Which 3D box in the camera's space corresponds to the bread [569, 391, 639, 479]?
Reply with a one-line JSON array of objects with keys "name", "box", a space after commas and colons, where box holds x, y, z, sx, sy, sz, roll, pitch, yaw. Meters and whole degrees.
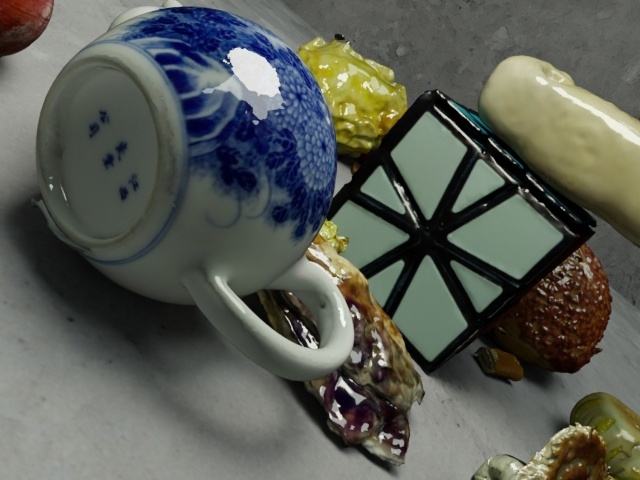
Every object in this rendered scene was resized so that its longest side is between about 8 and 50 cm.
[{"name": "bread", "box": [0.482, 0.336, 0.957, 0.213, 0.104, 0.213, 33, 20, -14]}]

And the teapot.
[{"name": "teapot", "box": [-0.091, -0.070, 0.559, 0.280, 0.252, 0.424, -6, 64, -58]}]

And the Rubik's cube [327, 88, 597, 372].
[{"name": "Rubik's cube", "box": [0.207, -0.018, 0.929, 0.288, 0.293, 0.283, 51, 21, 18]}]

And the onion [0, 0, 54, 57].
[{"name": "onion", "box": [-0.352, -0.266, 0.645, 0.159, 0.159, 0.195, 39, 10, -6]}]

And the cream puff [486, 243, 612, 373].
[{"name": "cream puff", "box": [0.411, 0.082, 1.163, 0.350, 0.228, 0.350, 35, 25, -19]}]

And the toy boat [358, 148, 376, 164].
[{"name": "toy boat", "box": [0.161, -0.233, 1.461, 0.145, 0.133, 0.332, 16, 33, -49]}]

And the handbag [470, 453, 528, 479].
[{"name": "handbag", "box": [0.227, 0.292, 0.630, 0.173, 0.095, 0.117, 31, 25, -31]}]

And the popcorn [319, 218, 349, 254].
[{"name": "popcorn", "box": [-0.001, -0.002, 0.854, 0.068, 0.059, 0.083, 24, 19, -37]}]

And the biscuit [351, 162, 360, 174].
[{"name": "biscuit", "box": [0.095, -0.131, 1.316, 0.092, 0.016, 0.082, 50, 28, 22]}]

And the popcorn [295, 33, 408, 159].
[{"name": "popcorn", "box": [0.049, -0.310, 1.322, 0.286, 0.215, 0.252, 29, 31, -19]}]

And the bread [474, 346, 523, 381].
[{"name": "bread", "box": [0.291, 0.200, 0.989, 0.083, 0.036, 0.047, 22, 32, -36]}]

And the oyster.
[{"name": "oyster", "box": [0.022, 0.086, 0.673, 0.271, 0.100, 0.275, 47, 12, -29]}]

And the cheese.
[{"name": "cheese", "box": [0.405, -0.091, 0.837, 0.351, 0.129, 0.328, 13, 33, -48]}]

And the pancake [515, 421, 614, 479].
[{"name": "pancake", "box": [0.218, 0.297, 0.534, 0.257, 0.056, 0.212, -34, 105, -30]}]
